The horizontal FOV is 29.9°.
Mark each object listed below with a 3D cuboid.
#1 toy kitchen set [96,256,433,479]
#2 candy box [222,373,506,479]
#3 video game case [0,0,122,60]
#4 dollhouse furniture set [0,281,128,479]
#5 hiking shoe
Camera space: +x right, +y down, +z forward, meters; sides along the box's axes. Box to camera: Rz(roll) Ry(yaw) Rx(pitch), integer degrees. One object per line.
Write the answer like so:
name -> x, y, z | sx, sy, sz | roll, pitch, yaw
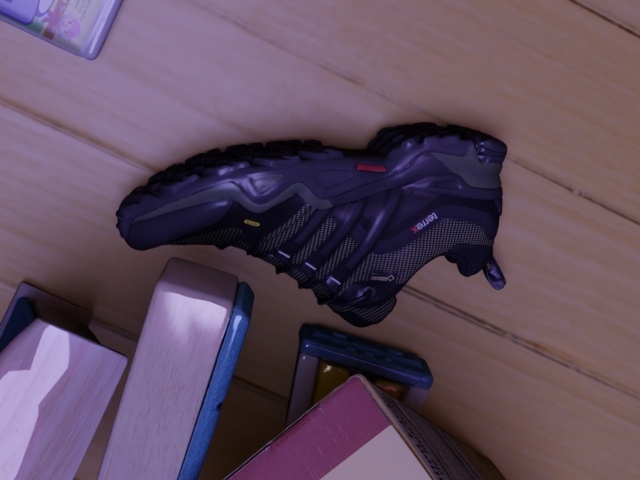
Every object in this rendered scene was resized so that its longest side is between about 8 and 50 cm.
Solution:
toy kitchen set -> -0.012, 0.074, 0.634 | 0.166, 0.207, 0.122 | 17, 102, -5
candy box -> 0.014, 0.182, 0.625 | 0.183, 0.316, 0.087 | -39, 66, 4
video game case -> -0.166, -0.232, 0.639 | 0.193, 0.023, 0.212 | 25, 99, -12
dollhouse furniture set -> -0.290, 0.089, 0.583 | 0.303, 0.198, 0.286 | 26, 85, -14
hiking shoe -> 0.000, 0.000, 0.684 | 0.226, 0.086, 0.114 | -7, 102, -6
